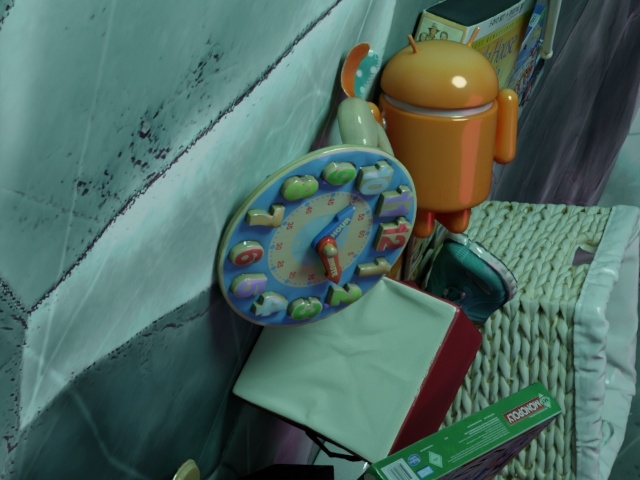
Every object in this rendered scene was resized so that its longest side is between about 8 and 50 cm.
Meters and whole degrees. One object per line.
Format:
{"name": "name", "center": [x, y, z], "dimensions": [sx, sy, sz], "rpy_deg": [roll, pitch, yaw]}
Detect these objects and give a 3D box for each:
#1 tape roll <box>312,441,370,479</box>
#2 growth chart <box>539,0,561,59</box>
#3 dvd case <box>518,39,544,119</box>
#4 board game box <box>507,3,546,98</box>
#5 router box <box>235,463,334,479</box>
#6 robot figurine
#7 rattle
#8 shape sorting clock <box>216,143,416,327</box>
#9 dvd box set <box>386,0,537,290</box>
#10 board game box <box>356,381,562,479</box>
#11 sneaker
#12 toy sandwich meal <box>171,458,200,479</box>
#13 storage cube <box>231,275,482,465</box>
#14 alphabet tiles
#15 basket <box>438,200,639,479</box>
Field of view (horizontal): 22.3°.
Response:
{"name": "tape roll", "center": [0.045, 0.368, 2.296], "dimensions": [0.392, 0.072, 0.392], "rpy_deg": [-58, 163, -29]}
{"name": "growth chart", "center": [0.282, -0.344, 1.986], "dimensions": [0.172, 0.021, 0.237], "rpy_deg": [88, 4, -52]}
{"name": "dvd case", "center": [0.305, -0.229, 2.412], "dimensions": [0.119, 0.013, 0.087], "rpy_deg": [-59, 163, -23]}
{"name": "board game box", "center": [0.241, -0.210, 2.178], "dimensions": [0.201, 0.035, 0.136], "rpy_deg": [-56, 162, -33]}
{"name": "router box", "center": [-0.061, 0.386, 1.786], "dimensions": [0.309, 0.081, 0.243], "rpy_deg": [-2, 91, -73]}
{"name": "robot figurine", "center": [0.123, -0.115, 1.700], "dimensions": [0.128, 0.158, 0.219], "rpy_deg": [-55, 151, -62]}
{"name": "rattle", "center": [0.008, -0.084, 1.599], "dimensions": [0.130, 0.142, 0.200], "rpy_deg": [-43, 119, -53]}
{"name": "shape sorting clock", "center": [0.000, 0.000, 1.492], "dimensions": [0.206, 0.040, 0.206], "rpy_deg": [-23, 138, -23]}
{"name": "dvd box set", "center": [0.134, -0.094, 1.940], "dimensions": [0.307, 0.062, 0.420], "rpy_deg": [-35, 146, -63]}
{"name": "board game box", "center": [0.101, 0.264, 1.700], "dimensions": [0.317, 0.046, 0.213], "rpy_deg": [-17, 152, -50]}
{"name": "sneaker", "center": [0.159, 0.083, 1.954], "dimensions": [0.110, 0.107, 0.275], "rpy_deg": [-48, 166, -26]}
{"name": "toy sandwich meal", "center": [-0.145, 0.248, 1.563], "dimensions": [0.085, 0.029, 0.086], "rpy_deg": [18, 90, -74]}
{"name": "storage cube", "center": [0.044, 0.129, 1.726], "dimensions": [0.215, 0.183, 0.193], "rpy_deg": [-63, 164, -5]}
{"name": "alphabet tiles", "center": [0.147, -0.050, 1.911], "dimensions": [0.198, 0.009, 0.237], "rpy_deg": [-57, 163, -32]}
{"name": "basket", "center": [0.300, 0.143, 2.287], "dimensions": [0.328, 0.266, 0.331], "rpy_deg": [-54, 147, -57]}
